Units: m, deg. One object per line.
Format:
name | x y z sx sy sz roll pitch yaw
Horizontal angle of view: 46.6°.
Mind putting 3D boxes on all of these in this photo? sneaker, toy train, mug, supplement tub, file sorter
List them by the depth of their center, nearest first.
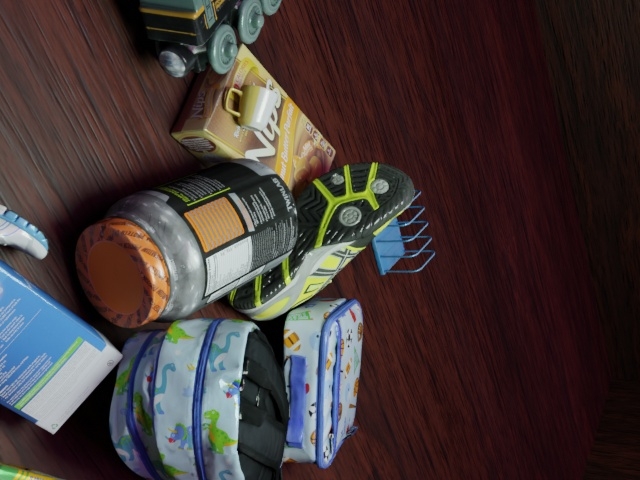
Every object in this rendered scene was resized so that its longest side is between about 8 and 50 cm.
sneaker | -0.423 -0.015 0.903 0.191 0.071 0.082 38 64 -38
supplement tub | -0.192 0.000 1.112 0.316 0.194 0.193 -28 112 -51
toy train | -0.164 -0.405 1.174 0.190 0.142 0.333 84 28 -49
mug | -0.113 -0.214 1.208 0.062 0.078 0.064 46 57 -83
sneaker | 0.000 0.000 1.335 0.385 0.145 0.147 -34 152 -2
file sorter | 0.188 -0.021 1.731 0.118 0.105 0.170 -40 121 -47

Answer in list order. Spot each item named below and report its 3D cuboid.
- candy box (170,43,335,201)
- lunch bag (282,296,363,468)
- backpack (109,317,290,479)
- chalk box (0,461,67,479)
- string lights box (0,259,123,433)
candy box | -0.107 -0.173 1.328 0.316 0.088 0.182 44 56 -45
lunch bag | 0.000 0.264 1.380 0.243 0.115 0.303 -27 120 -72
backpack | -0.156 0.250 1.075 0.355 0.274 0.289 117 -16 -65
chalk box | -0.398 0.392 0.818 0.180 0.179 0.288 38 59 -47
string lights box | -0.381 0.114 0.900 0.133 0.077 0.259 -49 132 -11
